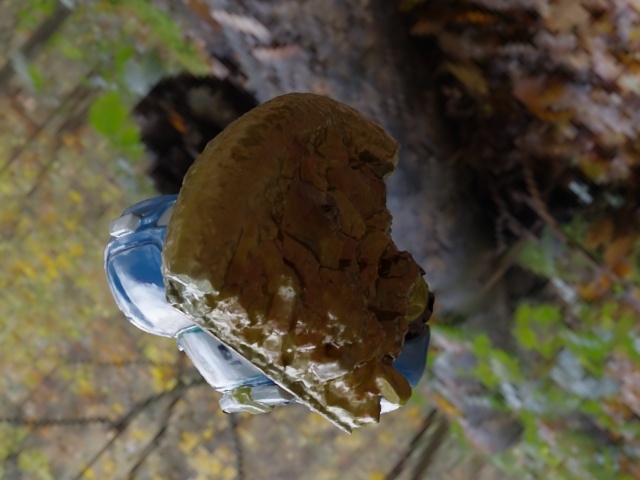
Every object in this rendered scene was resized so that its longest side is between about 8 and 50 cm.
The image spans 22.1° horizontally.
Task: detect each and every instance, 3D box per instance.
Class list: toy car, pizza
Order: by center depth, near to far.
[{"bbox_3d":[-0.018,-0.024,1.190,0.268,0.087,0.258,38,-138,-46],"label":"pizza"},{"bbox_3d":[-0.054,0.068,1.444,0.314,0.166,0.198,26,154,-32],"label":"toy car"}]
